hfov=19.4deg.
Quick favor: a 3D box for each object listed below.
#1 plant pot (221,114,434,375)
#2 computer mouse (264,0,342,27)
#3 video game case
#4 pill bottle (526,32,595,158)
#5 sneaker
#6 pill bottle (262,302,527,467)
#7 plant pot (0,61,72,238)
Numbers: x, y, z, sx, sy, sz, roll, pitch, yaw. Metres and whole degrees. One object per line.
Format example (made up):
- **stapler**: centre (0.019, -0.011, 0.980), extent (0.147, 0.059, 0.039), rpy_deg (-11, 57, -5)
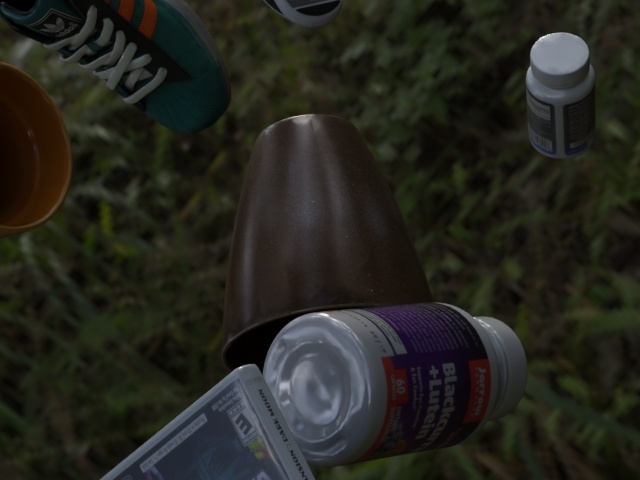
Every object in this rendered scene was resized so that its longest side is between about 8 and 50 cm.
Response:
- **plant pot**: centre (0.000, 0.000, 1.855), extent (0.215, 0.215, 0.230), rpy_deg (-39, 51, 51)
- **computer mouse**: centre (-0.044, -0.243, 1.397), extent (0.106, 0.193, 0.042), rpy_deg (-15, -7, -37)
- **video game case**: centre (-0.061, 0.196, 1.180), extent (0.022, 0.173, 0.190), rpy_deg (-13, -21, -47)
- **pill bottle**: centre (0.271, -0.163, 2.104), extent (0.078, 0.078, 0.137), rpy_deg (-58, -25, -31)
- **sneaker**: centre (-0.204, -0.191, 1.597), extent (0.108, 0.302, 0.121), rpy_deg (-32, 19, 35)
- **pill bottle**: centre (0.060, 0.100, 1.342), extent (0.193, 0.108, 0.108), rpy_deg (-3, -33, -47)
- **plant pot**: centre (-0.432, -0.091, 2.217), extent (0.188, 0.205, 0.205), rpy_deg (-16, 33, 41)
